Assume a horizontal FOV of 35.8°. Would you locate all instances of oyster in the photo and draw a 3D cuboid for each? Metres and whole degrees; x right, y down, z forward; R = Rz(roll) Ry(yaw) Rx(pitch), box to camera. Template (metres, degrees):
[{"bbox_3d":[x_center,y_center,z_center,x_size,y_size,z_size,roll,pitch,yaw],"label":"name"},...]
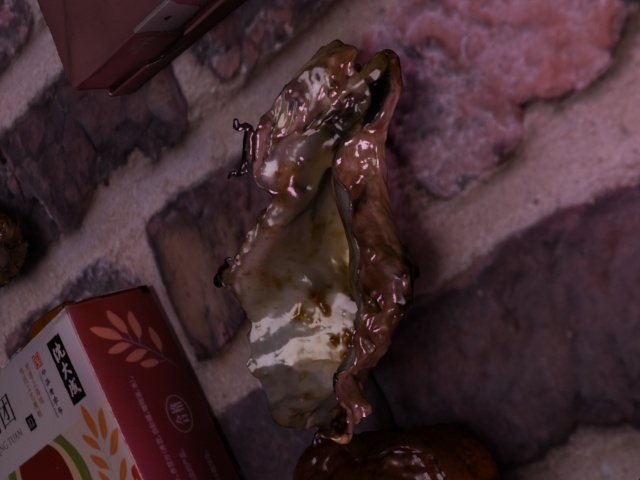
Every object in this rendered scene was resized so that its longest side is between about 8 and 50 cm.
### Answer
[{"bbox_3d":[-0.004,-0.001,0.851,0.197,0.133,0.337,9,103,42],"label":"oyster"}]

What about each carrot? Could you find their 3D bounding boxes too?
[{"bbox_3d":[-0.335,0.105,1.231,0.093,0.032,0.032,-38,74,36],"label":"carrot"}]

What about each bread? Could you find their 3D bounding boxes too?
[{"bbox_3d":[0.070,0.262,0.839,0.246,0.135,0.232,-43,71,39],"label":"bread"}]

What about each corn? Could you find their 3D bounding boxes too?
[{"bbox_3d":[-0.488,-0.009,1.289,0.317,0.115,0.115,17,110,40],"label":"corn"}]

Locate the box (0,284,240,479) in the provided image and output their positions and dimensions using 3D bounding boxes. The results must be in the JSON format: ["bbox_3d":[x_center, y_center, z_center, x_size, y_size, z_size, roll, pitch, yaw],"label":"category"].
[{"bbox_3d":[-0.243,0.303,1.130,0.344,0.122,0.385,-38,74,39],"label":"box"}]

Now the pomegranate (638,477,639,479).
[{"bbox_3d":[0.301,0.210,0.618,0.225,0.187,0.187,-7,95,18],"label":"pomegranate"}]

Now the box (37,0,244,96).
[{"bbox_3d":[-0.200,-0.285,0.989,0.215,0.086,0.215,-28,81,40],"label":"box"}]
